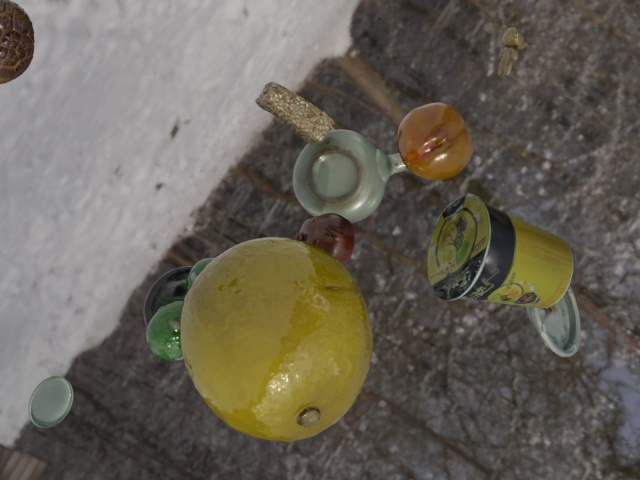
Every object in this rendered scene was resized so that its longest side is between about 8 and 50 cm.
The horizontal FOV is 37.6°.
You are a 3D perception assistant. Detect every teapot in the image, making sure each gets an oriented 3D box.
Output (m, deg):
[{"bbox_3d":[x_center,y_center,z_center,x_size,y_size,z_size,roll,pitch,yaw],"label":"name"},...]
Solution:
[{"bbox_3d":[0.101,-0.136,2.060,0.149,0.318,0.220,-1,101,-79],"label":"teapot"},{"bbox_3d":[0.000,0.000,1.851,0.173,0.116,0.116,-35,-154,61],"label":"teapot"}]

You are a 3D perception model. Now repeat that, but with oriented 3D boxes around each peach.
[{"bbox_3d":[0.198,-0.170,1.648,0.138,0.138,0.138,-56,-169,16],"label":"peach"}]

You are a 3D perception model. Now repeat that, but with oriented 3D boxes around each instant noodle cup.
[{"bbox_3d":[0.356,0.037,1.842,0.215,0.236,0.216,-44,-142,50],"label":"instant noodle cup"}]

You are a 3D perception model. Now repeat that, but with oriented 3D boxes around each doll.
[{"bbox_3d":[0.368,-0.371,1.850,0.093,0.051,0.061,-57,-162,-4],"label":"doll"}]

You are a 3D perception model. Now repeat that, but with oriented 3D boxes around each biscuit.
[{"bbox_3d":[-0.054,-0.266,1.955,0.070,0.168,0.082,-61,-160,-12],"label":"biscuit"}]

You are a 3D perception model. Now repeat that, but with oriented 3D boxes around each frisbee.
[{"bbox_3d":[-0.552,0.330,1.924,0.014,0.110,0.110,15,-112,34],"label":"frisbee"}]

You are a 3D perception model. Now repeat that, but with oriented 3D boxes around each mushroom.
[{"bbox_3d":[-0.483,-0.299,1.412,0.109,0.085,0.126,-43,134,-55],"label":"mushroom"}]

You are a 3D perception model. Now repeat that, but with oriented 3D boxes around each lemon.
[{"bbox_3d":[-0.071,0.164,1.578,0.348,0.348,0.348,-56,-169,16],"label":"lemon"}]

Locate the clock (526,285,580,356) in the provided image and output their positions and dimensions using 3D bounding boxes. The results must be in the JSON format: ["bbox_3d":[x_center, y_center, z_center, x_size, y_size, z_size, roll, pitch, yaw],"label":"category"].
[{"bbox_3d":[0.542,0.165,2.229,0.053,0.236,0.236,-19,-145,38],"label":"clock"}]

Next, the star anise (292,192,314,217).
[{"bbox_3d":[0.016,-0.037,2.301,0.144,0.158,0.141,45,46,-72],"label":"star anise"}]

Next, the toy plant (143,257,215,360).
[{"bbox_3d":[-0.250,0.137,1.787,0.218,0.175,0.235,-57,-177,-19],"label":"toy plant"}]
